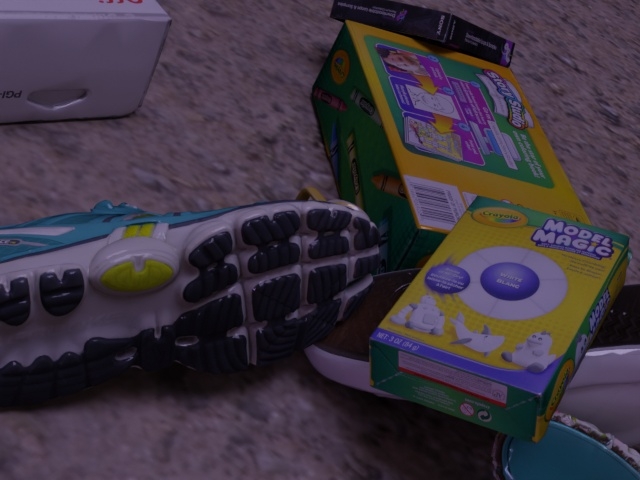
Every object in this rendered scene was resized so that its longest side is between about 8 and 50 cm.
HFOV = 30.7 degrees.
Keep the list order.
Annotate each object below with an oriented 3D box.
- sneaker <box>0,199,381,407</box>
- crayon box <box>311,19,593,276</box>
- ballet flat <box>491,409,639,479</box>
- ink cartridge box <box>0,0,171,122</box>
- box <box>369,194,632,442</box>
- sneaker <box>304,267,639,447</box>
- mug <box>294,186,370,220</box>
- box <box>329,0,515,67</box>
[{"bbox_3d":[-0.092,0.011,0.670,0.275,0.107,0.110,-5,33,-25],"label":"sneaker"},{"bbox_3d":[0.102,-0.053,0.918,0.165,0.081,0.278,13,37,-22],"label":"crayon box"},{"bbox_3d":[0.202,0.188,0.694,0.241,0.091,0.077,39,5,9],"label":"ballet flat"},{"bbox_3d":[-0.234,-0.188,0.852,0.158,0.092,0.218,-10,51,-42],"label":"ink cartridge box"},{"bbox_3d":[0.114,0.034,0.693,0.105,0.043,0.179,16,39,24],"label":"box"},{"bbox_3d":[0.131,0.093,0.748,0.290,0.123,0.106,3,38,3],"label":"sneaker"},{"bbox_3d":[0.000,0.002,0.790,0.078,0.064,0.062,37,36,14],"label":"mug"},{"bbox_3d":[0.096,-0.191,1.064,0.116,0.029,0.162,18,9,27],"label":"box"}]
